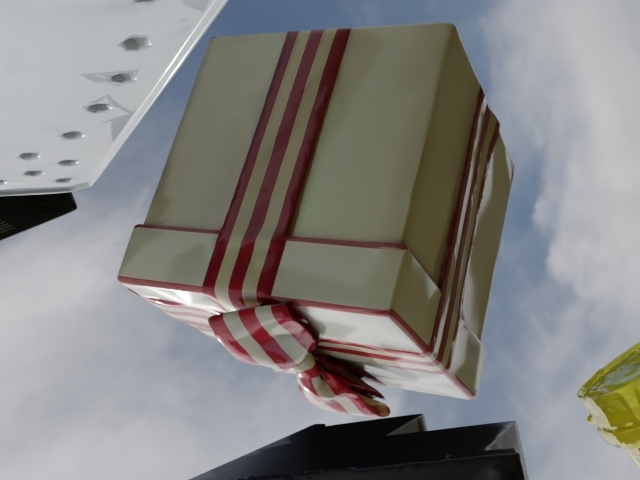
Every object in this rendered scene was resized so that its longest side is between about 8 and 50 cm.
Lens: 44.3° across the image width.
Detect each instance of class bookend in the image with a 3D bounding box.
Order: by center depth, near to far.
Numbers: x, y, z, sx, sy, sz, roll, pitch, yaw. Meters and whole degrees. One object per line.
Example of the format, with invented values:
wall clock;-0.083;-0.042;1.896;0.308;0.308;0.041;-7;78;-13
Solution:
bookend;0.038;0.128;0.377;0.157;0.156;0.072;4;-106;-67

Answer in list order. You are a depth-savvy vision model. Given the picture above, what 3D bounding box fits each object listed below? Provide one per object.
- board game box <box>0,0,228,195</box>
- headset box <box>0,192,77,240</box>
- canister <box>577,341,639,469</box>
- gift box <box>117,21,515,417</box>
board game box;-0.247;-0.082;0.289;0.389;0.390;0.050;-6;-99;-28
headset box;-0.347;-0.056;0.682;0.218;0.293;0.110;-25;-70;-18
canister;0.201;0.097;0.300;0.170;0.126;0.073;56;176;10
gift box;0.000;0.000;0.663;0.255;0.276;0.258;41;-123;-51
